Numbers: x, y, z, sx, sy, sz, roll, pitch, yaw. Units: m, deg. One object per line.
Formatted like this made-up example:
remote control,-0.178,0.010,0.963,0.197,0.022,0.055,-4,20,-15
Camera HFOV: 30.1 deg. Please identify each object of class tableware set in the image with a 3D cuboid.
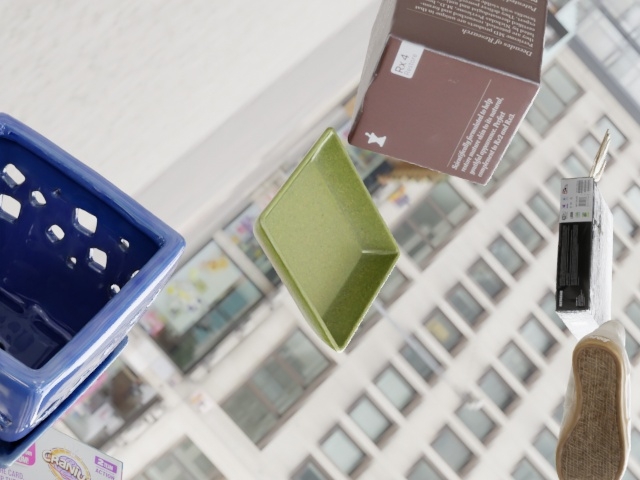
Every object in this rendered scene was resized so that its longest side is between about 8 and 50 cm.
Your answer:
tableware set,0.376,-0.075,1.680,0.141,0.020,0.168,-66,165,-9

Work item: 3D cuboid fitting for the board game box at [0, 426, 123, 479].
board game box,-0.372,0.382,1.532,0.064,0.242,0.316,-37,-144,27

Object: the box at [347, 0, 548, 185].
box,0.142,-0.205,1.313,0.168,0.167,0.203,113,-8,-50

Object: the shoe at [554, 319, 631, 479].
shoe,0.293,0.181,1.254,0.058,0.077,0.219,-53,148,-53

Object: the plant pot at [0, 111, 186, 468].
plant pot,-0.300,0.060,1.125,0.236,0.236,0.212,-49,172,-44

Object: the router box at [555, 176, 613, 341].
router box,0.338,0.026,1.519,0.046,0.179,0.133,-3,157,25

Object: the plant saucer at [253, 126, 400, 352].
plant saucer,0.000,0.000,1.330,0.045,0.188,0.188,-11,-150,36
